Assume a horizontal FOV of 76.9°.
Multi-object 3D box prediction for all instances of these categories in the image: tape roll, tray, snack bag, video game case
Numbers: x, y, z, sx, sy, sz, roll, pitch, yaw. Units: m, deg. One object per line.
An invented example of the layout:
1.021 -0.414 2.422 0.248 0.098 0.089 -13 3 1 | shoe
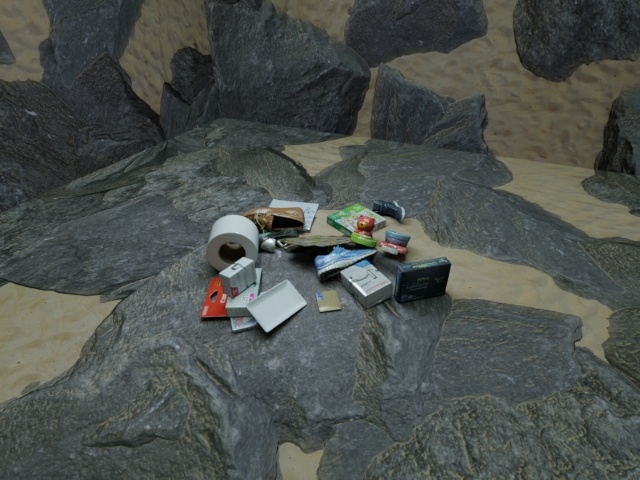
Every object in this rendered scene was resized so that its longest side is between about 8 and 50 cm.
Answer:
-0.425 0.019 1.971 0.246 0.246 0.169 -3 34 -4 | tape roll
-0.185 0.274 1.699 0.145 0.030 0.270 48 39 11 | tray
-0.182 -0.162 2.436 0.323 0.037 0.342 6 33 11 | snack bag
-0.298 0.303 1.733 0.184 0.023 0.201 -10 34 -14 | video game case

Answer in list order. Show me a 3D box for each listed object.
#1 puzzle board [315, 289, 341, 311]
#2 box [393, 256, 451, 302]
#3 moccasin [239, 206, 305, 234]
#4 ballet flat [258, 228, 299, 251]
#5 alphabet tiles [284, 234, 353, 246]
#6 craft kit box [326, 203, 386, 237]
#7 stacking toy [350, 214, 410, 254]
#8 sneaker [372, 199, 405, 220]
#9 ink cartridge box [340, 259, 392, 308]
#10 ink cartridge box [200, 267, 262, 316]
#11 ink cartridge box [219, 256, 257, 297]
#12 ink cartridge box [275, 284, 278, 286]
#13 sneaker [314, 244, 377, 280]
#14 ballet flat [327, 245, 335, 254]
0.034 0.270 1.792 0.097 0.011 0.128 -7 33 -7 | puzzle board
0.446 0.175 1.775 0.233 0.183 0.059 -8 34 -13 | box
-0.276 -0.099 2.233 0.381 0.139 0.147 0 41 -8 | moccasin
-0.237 0.002 2.138 0.281 0.095 0.096 -16 48 -23 | ballet flat
0.000 0.000 2.071 0.343 0.011 0.285 -7 11 -41 | alphabet tiles
0.208 -0.112 2.340 0.247 0.060 0.250 -22 39 -33 | craft kit box
0.302 -0.034 2.034 0.309 0.130 0.279 17 7 14 | stacking toy
0.397 -0.177 2.390 0.164 0.086 0.226 4 22 -13 | sneaker
0.207 0.194 1.823 0.148 0.085 0.203 -25 39 -20 | ink cartridge box
-0.389 0.225 1.784 0.239 0.060 0.275 0 32 -2 | ink cartridge box
-0.351 0.156 1.734 0.063 0.109 0.150 17 35 31 | ink cartridge box
-0.156 0.240 1.822 0.063 0.029 0.115 -13 35 -20 | ink cartridge box
0.123 0.076 1.951 0.330 0.129 0.147 -14 57 -20 | sneaker
0.075 0.068 2.063 0.057 0.052 0.168 -15 36 -20 | ballet flat
